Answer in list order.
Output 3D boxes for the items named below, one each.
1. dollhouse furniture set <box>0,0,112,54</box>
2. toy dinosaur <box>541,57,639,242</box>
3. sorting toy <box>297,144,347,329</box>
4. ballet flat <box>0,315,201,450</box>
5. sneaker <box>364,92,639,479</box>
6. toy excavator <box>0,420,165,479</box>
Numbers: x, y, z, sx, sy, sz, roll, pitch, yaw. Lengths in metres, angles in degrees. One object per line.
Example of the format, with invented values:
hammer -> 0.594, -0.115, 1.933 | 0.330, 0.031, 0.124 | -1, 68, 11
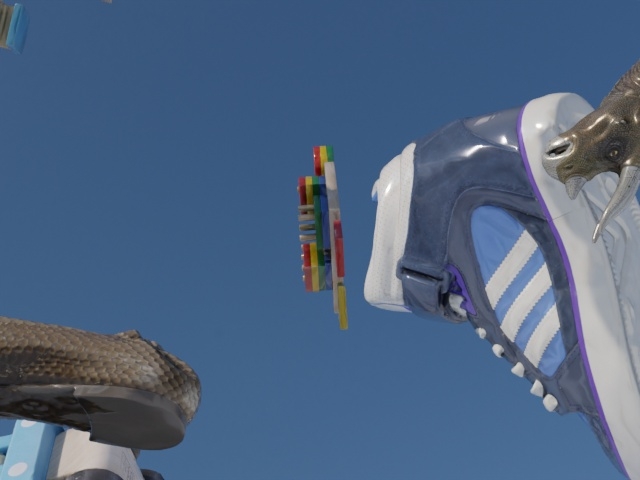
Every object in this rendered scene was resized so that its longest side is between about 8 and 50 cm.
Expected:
dollhouse furniture set -> -0.284, -0.240, 1.095 | 0.129, 0.184, 0.129 | 10, -8, 0
toy dinosaur -> 0.266, -0.139, 0.650 | 0.121, 0.160, 0.313 | -4, -24, -45
sorting toy -> 0.000, 0.000, 1.254 | 0.046, 0.274, 0.132 | -4, -62, -1
ballet flat -> -0.189, 0.065, 0.629 | 0.250, 0.058, 0.084 | 9, -40, 5
sneaker -> 0.154, 0.058, 0.900 | 0.236, 0.323, 0.130 | -20, -2, 41
toy excavator -> -0.466, 0.361, 1.524 | 0.445, 0.222, 0.433 | -16, -62, 3
